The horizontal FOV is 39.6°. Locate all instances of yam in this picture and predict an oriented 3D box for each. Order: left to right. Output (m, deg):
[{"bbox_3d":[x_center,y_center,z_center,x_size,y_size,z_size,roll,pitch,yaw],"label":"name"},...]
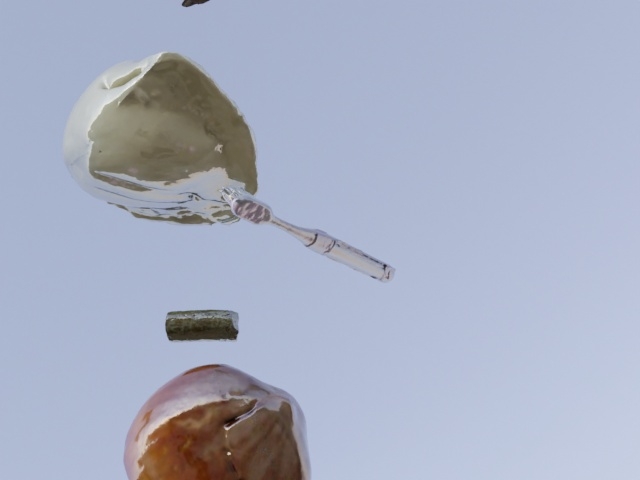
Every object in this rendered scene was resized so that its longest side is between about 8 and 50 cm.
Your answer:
[{"bbox_3d":[-0.149,0.108,1.121,0.094,0.043,0.043,-1,-61,-10],"label":"yam"}]

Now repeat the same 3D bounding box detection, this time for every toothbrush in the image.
[{"bbox_3d":[0.000,0.000,0.910,0.024,0.029,0.354,-49,-29,9],"label":"toothbrush"}]

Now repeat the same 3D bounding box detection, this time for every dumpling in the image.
[{"bbox_3d":[-0.251,-0.123,1.394,0.315,0.233,0.395,44,-43,-18],"label":"dumpling"}]

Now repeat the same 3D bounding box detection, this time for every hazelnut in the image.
[{"bbox_3d":[-0.090,0.206,0.858,0.182,0.182,0.182,-6,-60,-10],"label":"hazelnut"}]

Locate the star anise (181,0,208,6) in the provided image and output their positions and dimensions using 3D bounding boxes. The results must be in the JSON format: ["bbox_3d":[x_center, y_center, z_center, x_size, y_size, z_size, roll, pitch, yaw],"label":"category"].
[{"bbox_3d":[-0.119,-0.375,1.149,0.065,0.195,0.182,33,-86,-29],"label":"star anise"}]
